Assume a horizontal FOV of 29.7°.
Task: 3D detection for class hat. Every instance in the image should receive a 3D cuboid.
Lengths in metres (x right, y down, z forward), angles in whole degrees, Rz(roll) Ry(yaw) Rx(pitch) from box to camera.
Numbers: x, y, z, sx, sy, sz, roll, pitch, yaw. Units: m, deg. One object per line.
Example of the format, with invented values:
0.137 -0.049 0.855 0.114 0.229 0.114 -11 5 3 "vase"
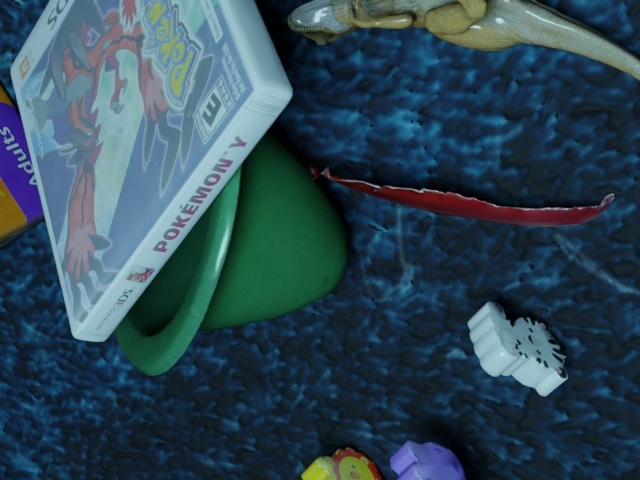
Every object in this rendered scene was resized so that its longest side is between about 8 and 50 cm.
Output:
0.000 0.000 0.659 0.208 0.183 0.173 49 124 57 "hat"

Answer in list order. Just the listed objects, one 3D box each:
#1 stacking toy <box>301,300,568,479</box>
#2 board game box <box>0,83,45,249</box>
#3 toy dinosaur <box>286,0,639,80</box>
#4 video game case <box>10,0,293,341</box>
0.069 0.159 0.594 0.052 0.221 0.167 21 128 -30 "stacking toy"
-0.447 -0.046 0.683 0.356 0.356 0.356 -29 94 34 "board game box"
0.084 -0.107 0.558 0.211 0.112 0.064 18 75 22 "toy dinosaur"
-0.098 -0.082 0.614 0.183 0.023 0.201 -49 47 33 "video game case"
